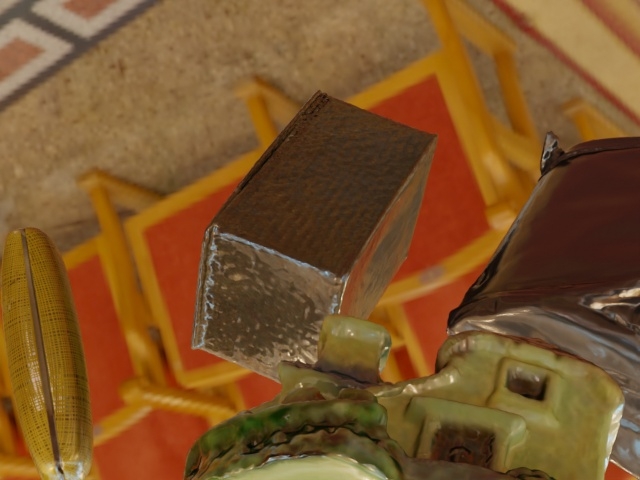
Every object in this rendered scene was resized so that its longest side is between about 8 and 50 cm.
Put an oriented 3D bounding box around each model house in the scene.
[{"bbox_3d":[0.042,0.116,0.685,0.214,0.189,0.195,11,129,12],"label":"model house"}]

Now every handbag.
[{"bbox_3d":[0.278,0.025,1.116,0.302,0.275,0.178,-49,174,-43],"label":"handbag"}]

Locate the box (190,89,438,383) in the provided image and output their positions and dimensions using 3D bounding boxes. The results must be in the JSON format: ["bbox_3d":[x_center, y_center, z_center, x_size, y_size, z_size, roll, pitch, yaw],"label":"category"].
[{"bbox_3d":[-0.002,-0.001,1.334,0.143,0.273,0.184,21,132,13],"label":"box"}]

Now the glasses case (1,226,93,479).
[{"bbox_3d":[-0.236,0.098,1.136,0.064,0.234,0.079,-10,156,-10],"label":"glasses case"}]
